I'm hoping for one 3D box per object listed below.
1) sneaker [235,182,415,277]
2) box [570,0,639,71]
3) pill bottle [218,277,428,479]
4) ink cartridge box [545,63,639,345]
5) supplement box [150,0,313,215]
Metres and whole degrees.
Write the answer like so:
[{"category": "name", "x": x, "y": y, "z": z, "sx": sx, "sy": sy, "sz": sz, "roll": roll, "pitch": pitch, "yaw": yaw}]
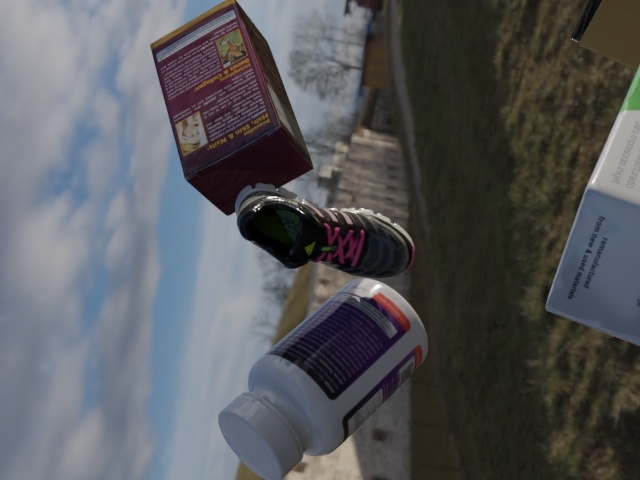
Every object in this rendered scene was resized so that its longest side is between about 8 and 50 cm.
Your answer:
[{"category": "sneaker", "x": 0.000, "y": 0.000, "z": 0.810, "sx": 0.075, "sy": 0.170, "sz": 0.063, "roll": -69, "pitch": -2, "yaw": -69}, {"category": "box", "x": 0.356, "y": -0.243, "z": 0.911, "sx": 0.021, "sy": 0.201, "sz": 0.164, "roll": 44, "pitch": 115, "yaw": 50}, {"category": "pill bottle", "x": 0.002, "y": 0.129, "z": 0.843, "sx": 0.193, "sy": 0.108, "sz": 0.108, "roll": -38, "pitch": -26, "yaw": -32}, {"category": "ink cartridge box", "x": 0.334, "y": -0.002, "z": 0.636, "sx": 0.211, "sy": 0.289, "sz": 0.121, "roll": -54, "pitch": -22, "yaw": -43}, {"category": "supplement box", "x": -0.090, "y": -0.134, "z": 0.902, "sx": 0.081, "sy": 0.104, "sz": 0.188, "roll": 46, "pitch": -160, "yaw": -54}]
